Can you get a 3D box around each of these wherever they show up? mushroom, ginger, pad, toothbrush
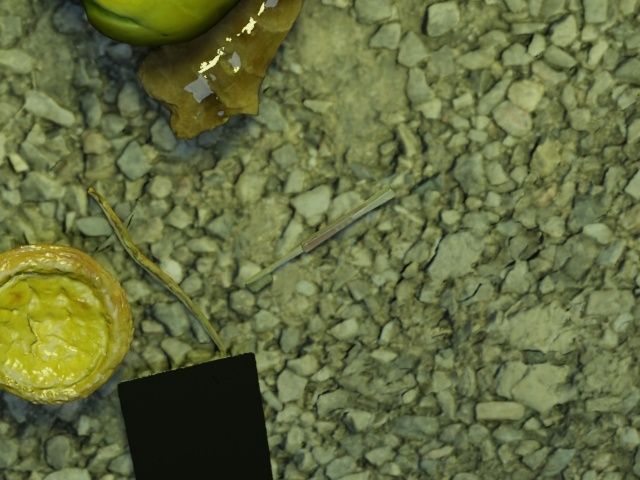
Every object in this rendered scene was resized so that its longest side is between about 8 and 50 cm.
[{"bbox_3d":[-0.170,0.049,1.831,0.026,0.028,0.286,-8,124,40],"label":"mushroom"},{"bbox_3d":[-0.080,-0.238,1.689,0.131,0.086,0.294,26,99,-9],"label":"ginger"},{"bbox_3d":[-0.137,0.250,1.922,0.159,0.009,0.265,-12,122,-9],"label":"pad"},{"bbox_3d":[-0.001,-0.002,1.843,0.194,0.014,0.017,-35,116,5],"label":"toothbrush"}]

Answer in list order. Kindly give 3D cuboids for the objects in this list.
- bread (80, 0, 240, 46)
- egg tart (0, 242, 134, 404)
[{"bbox_3d":[-0.099,-0.353,1.545,0.376,0.251,0.208,-48,130,9],"label":"bread"},{"bbox_3d":[-0.294,0.082,1.789,0.191,0.074,0.191,-4,114,-9],"label":"egg tart"}]
